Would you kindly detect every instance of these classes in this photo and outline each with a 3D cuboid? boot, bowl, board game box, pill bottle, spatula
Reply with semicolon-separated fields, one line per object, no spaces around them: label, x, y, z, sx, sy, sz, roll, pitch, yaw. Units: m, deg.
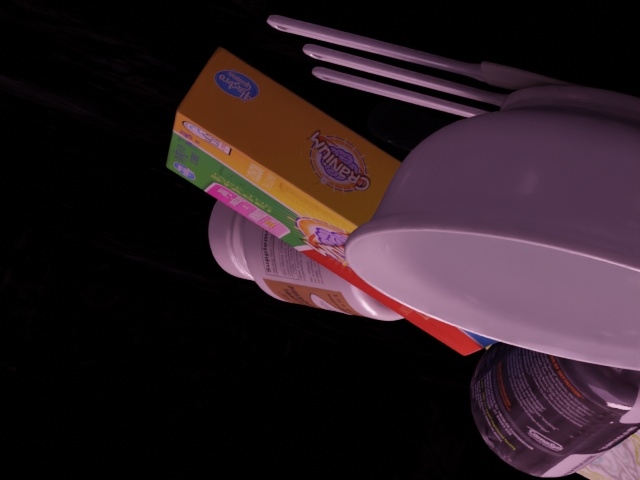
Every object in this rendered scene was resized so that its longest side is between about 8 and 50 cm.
boot;0.084;-0.068;1.487;0.121;0.045;0.099;24;170;3
bowl;0.174;-0.015;1.245;0.298;0.134;0.298;14;167;3
board game box;0.025;-0.024;1.551;0.316;0.064;0.242;32;170;-1
pill bottle;0.219;0.093;1.487;0.130;0.130;0.245;19;152;-10
spatula;0.089;-0.104;1.323;0.242;0.019;0.168;15;173;16
pill bottle;0.000;0.000;1.836;0.131;0.131;0.229;24;170;-41

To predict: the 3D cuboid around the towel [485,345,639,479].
towel;0.282;0.127;1.728;0.320;0.090;0.374;19;152;43
